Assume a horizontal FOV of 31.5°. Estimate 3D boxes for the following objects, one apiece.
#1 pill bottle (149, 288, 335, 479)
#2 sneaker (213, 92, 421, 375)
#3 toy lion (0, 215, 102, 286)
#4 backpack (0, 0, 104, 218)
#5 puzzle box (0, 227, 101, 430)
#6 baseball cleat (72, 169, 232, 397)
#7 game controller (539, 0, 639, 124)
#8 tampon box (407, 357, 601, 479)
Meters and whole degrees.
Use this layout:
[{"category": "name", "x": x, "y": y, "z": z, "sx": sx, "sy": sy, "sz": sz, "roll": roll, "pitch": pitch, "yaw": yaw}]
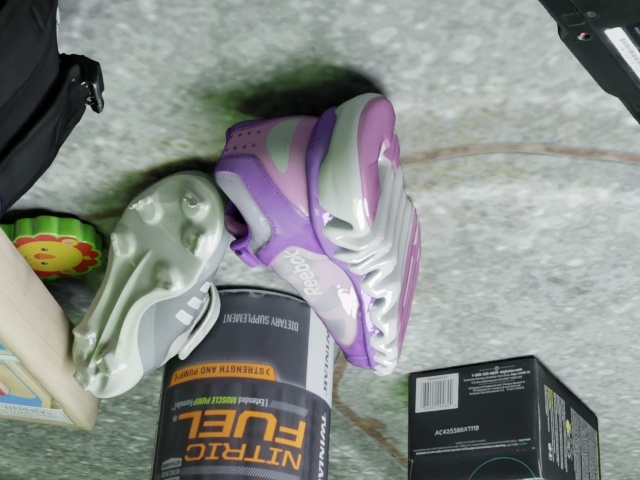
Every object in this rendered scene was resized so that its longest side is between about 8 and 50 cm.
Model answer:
[{"category": "pill bottle", "x": -0.058, "y": 0.170, "z": 0.827, "sx": 0.130, "sy": 0.245, "sz": 0.130, "roll": 2, "pitch": 152, "yaw": 1}, {"category": "sneaker", "x": 0.000, "y": 0.000, "z": 0.675, "sx": 0.104, "sy": 0.095, "sz": 0.236, "roll": 3, "pitch": 148, "yaw": 14}, {"category": "toy lion", "x": -0.199, "y": 0.010, "z": 0.775, "sx": 0.096, "sy": 0.034, "sz": 0.100, "roll": 5, "pitch": 153, "yaw": -19}, {"category": "backpack", "x": -0.230, "y": -0.035, "z": 0.456, "sx": 0.191, "sy": 0.253, "sz": 0.225, "roll": 23, "pitch": 154, "yaw": 5}, {"category": "puzzle box", "x": -0.376, "y": 0.040, "z": 0.777, "sx": 0.409, "sy": 0.052, "sz": 0.272, "roll": 5, "pitch": 152, "yaw": 11}, {"category": "baseball cleat", "x": -0.098, "y": 0.021, "z": 0.755, "sx": 0.109, "sy": 0.072, "sz": 0.206, "roll": -25, "pitch": 160, "yaw": -51}, {"category": "game controller", "x": 0.190, "y": -0.105, "z": 0.496, "sx": 0.166, "sy": 0.067, "sz": 0.319, "roll": -1, "pitch": 155, "yaw": 39}, {"category": "tampon box", "x": 0.161, "y": 0.181, "z": 0.979, "sx": 0.120, "sy": 0.101, "sz": 0.161, "roll": -11, "pitch": 150, "yaw": 27}]
